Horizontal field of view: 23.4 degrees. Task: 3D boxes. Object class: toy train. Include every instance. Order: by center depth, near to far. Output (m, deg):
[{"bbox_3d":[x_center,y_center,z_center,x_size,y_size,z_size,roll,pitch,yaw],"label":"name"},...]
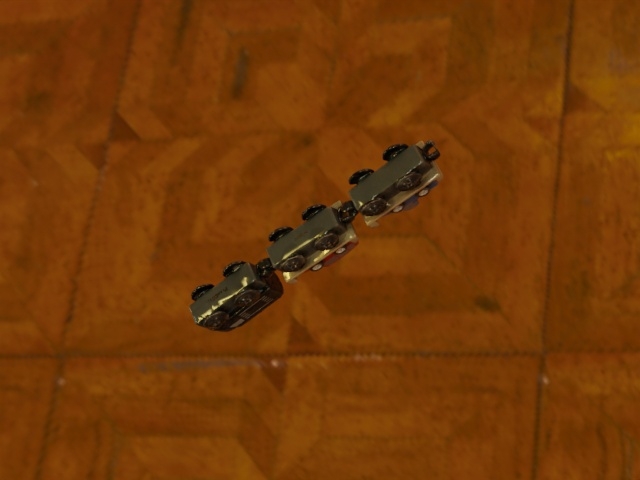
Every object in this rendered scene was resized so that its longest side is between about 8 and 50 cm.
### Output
[{"bbox_3d":[0.000,0.000,0.788,0.158,0.036,0.027,-36,58,19],"label":"toy train"}]
